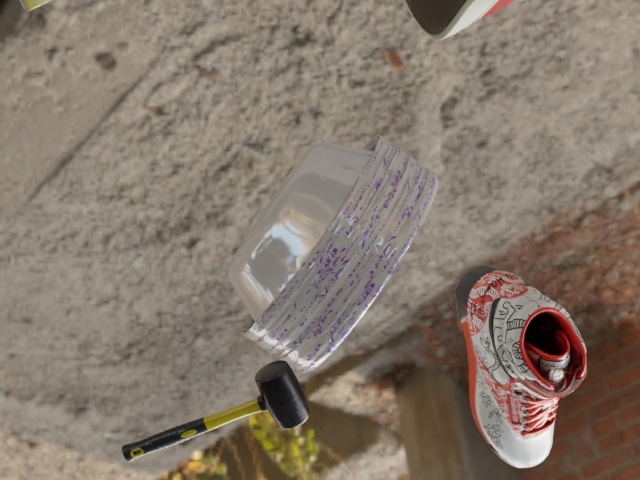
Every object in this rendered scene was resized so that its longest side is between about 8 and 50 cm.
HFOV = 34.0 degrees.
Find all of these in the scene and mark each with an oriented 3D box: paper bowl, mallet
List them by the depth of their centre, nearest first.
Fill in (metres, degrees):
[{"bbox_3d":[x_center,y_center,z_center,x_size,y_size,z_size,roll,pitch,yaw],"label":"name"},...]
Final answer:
[{"bbox_3d":[-0.107,0.167,1.012,0.189,0.039,0.062,-15,109,5],"label":"mallet"},{"bbox_3d":[0.000,0.000,1.225,0.148,0.284,0.284,34,136,-4],"label":"paper bowl"}]

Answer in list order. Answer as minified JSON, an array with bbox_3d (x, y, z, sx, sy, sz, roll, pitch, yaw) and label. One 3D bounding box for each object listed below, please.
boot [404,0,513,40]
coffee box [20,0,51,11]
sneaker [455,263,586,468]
[{"bbox_3d":[0.164,-0.216,0.663,0.176,0.088,0.244,-29,-175,-13],"label":"boot"},{"bbox_3d":[-0.283,-0.333,1.035,0.113,0.040,0.184,-28,115,-15],"label":"coffee box"},{"bbox_3d":[0.233,0.165,1.162,0.090,0.145,0.270,-23,112,-17],"label":"sneaker"}]
